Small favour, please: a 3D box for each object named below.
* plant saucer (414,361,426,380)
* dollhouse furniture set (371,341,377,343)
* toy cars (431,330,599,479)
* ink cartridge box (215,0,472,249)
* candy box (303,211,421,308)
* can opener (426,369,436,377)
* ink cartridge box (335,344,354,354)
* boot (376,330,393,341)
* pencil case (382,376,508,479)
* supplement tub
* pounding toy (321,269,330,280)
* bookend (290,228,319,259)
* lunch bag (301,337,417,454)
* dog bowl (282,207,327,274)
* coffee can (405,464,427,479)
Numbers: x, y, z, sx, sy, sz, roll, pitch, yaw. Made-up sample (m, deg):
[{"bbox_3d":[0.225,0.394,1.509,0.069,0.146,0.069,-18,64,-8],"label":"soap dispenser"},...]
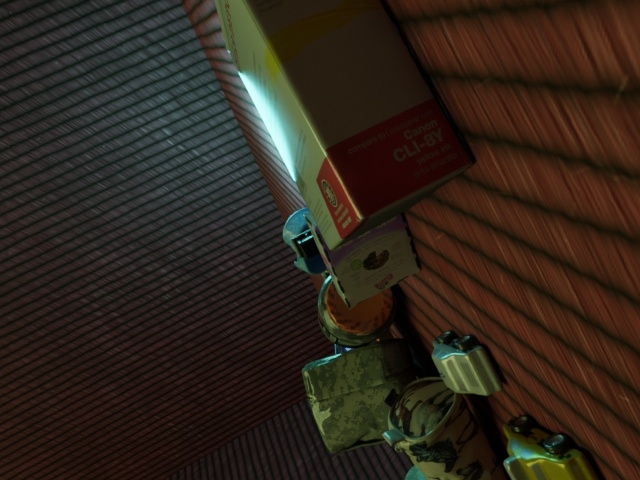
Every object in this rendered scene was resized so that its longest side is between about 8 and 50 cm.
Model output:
[{"bbox_3d":[0.305,0.435,1.361,0.199,0.036,0.198,61,173,13],"label":"plant saucer"},{"bbox_3d":[0.230,0.477,1.711,0.355,0.173,0.303,-92,1,-62],"label":"dollhouse furniture set"},{"bbox_3d":[0.289,0.290,0.769,0.394,0.087,0.176,53,168,51],"label":"toy cars"},{"bbox_3d":[0.008,-0.203,0.651,0.385,0.160,0.279,62,172,4],"label":"ink cartridge box"},{"bbox_3d":[0.083,0.006,0.864,0.196,0.164,0.070,67,172,-29],"label":"candy box"},{"bbox_3d":[0.315,0.433,1.229,0.059,0.073,0.186,-76,-31,-78],"label":"can opener"},{"bbox_3d":[0.177,0.600,1.982,0.330,0.071,0.324,50,-155,-39],"label":"ink cartridge box"},{"bbox_3d":[0.215,0.333,1.552,0.084,0.059,0.158,-165,56,-84],"label":"boot"},{"bbox_3d":[0.288,0.486,0.993,0.410,0.183,0.160,59,177,-22],"label":"pencil case"},{"bbox_3d":[0.095,0.187,1.259,0.207,0.207,0.338,60,171,14],"label":"supplement tub"},{"bbox_3d":[0.048,0.195,1.779,0.269,0.154,0.154,55,173,49],"label":"pounding toy"},{"bbox_3d":[0.000,0.000,1.426,0.072,0.157,0.156,64,173,-11],"label":"bookend"},{"bbox_3d":[0.123,0.428,1.249,0.212,0.305,0.256,20,-129,-62],"label":"lunch bag"},{"bbox_3d":[-0.032,0.014,1.720,0.074,0.166,0.297,39,158,41],"label":"dog bowl"},{"bbox_3d":[0.401,0.791,1.332,0.275,0.201,0.201,62,172,6],"label":"coffee can"}]
